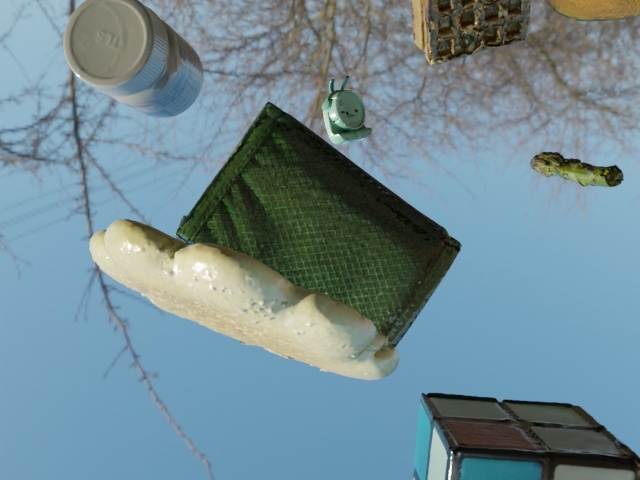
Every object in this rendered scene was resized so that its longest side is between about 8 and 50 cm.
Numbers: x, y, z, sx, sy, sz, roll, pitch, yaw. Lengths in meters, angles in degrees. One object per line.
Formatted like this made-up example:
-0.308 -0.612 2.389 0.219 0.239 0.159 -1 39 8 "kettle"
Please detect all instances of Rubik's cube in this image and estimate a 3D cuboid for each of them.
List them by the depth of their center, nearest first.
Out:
0.188 0.257 0.802 0.180 0.167 0.183 5 -175 -1 "Rubik's cube"

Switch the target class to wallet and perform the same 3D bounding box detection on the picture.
0.000 0.000 0.784 0.236 0.160 0.055 36 173 -4 "wallet"

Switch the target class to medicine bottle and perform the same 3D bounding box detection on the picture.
-0.201 -0.200 0.913 0.105 0.105 0.168 18 180 10 "medicine bottle"

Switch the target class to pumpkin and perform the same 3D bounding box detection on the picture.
0.530 -0.509 1.507 0.312 0.148 0.169 -7 -124 -4 "pumpkin"

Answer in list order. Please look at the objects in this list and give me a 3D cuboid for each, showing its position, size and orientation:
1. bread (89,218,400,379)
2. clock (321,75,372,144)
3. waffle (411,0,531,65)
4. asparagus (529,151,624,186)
-0.070 0.043 0.610 0.251 0.039 0.182 16 165 27 "bread"
0.050 -0.270 1.702 0.101 0.135 0.041 -20 -176 -41 "clock"
0.264 -0.466 1.421 0.213 0.308 0.091 -15 -130 -5 "waffle"
0.305 -0.088 1.004 0.030 0.036 0.165 45 176 -23 "asparagus"
